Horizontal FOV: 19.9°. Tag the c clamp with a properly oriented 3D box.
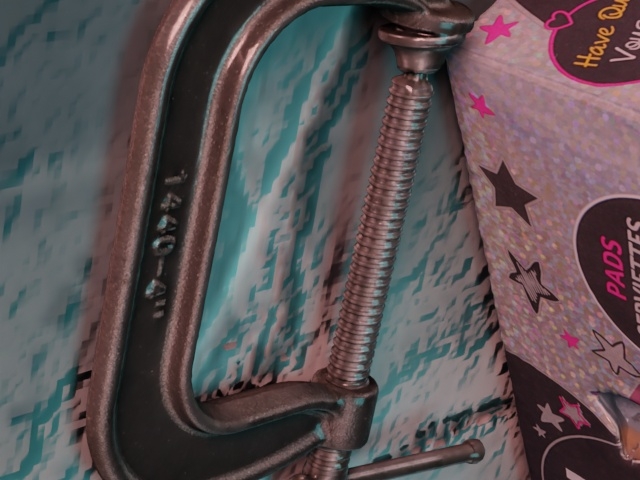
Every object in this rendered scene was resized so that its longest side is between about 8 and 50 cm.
[{"bbox_3d":[0.000,0.000,0.428,0.137,0.022,0.160,-16,124,-41],"label":"c clamp"}]

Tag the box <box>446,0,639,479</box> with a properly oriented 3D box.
[{"bbox_3d":[0.148,0.014,0.521,0.163,0.142,0.247,-43,138,-26],"label":"box"}]
